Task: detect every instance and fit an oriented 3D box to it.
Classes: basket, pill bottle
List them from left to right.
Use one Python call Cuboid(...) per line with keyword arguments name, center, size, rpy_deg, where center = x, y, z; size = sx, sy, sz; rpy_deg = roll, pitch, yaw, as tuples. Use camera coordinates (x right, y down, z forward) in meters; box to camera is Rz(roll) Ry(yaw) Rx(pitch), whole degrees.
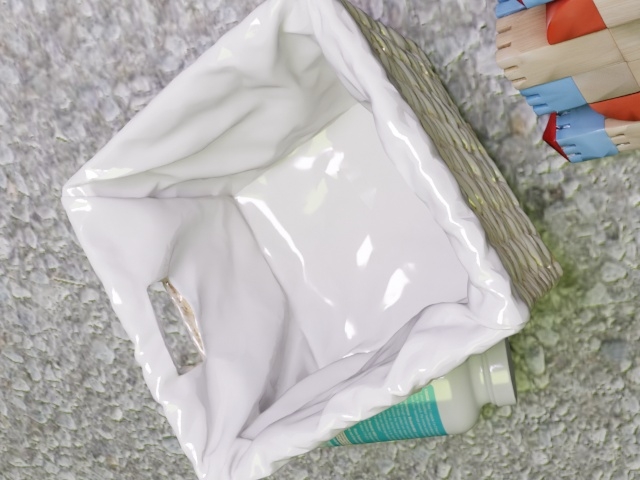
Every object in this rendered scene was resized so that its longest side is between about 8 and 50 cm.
Cuboid(name="basket", center=(0.000, 0.000, 0.738), size=(0.331, 0.266, 0.328), rpy_deg=(-35, 78, 23))
Cuboid(name="pill bottle", center=(0.096, 0.166, 0.938), size=(0.264, 0.146, 0.146), rpy_deg=(-9, 116, 16))

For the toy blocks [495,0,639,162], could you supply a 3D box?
Cuboid(name="toy blocks", center=(0.270, -0.193, 0.657), size=(0.261, 0.190, 0.381), rpy_deg=(-10, 151, 35))
